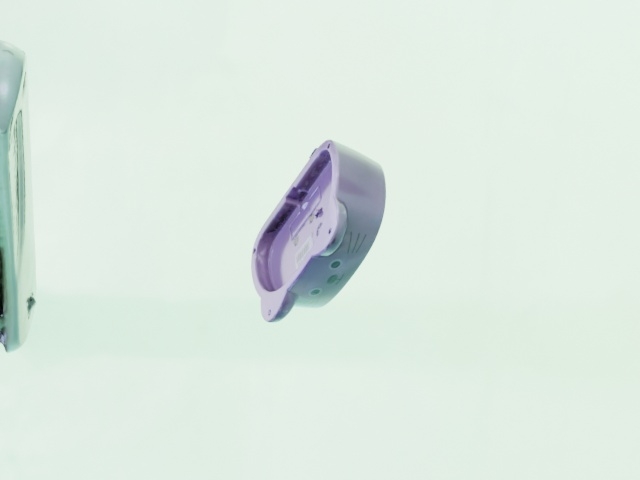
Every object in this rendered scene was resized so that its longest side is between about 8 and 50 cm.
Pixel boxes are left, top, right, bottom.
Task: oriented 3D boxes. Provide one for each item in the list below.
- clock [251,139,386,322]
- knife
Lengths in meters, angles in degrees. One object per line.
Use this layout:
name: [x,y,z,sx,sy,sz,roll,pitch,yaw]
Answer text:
clock: [0.000,0.000,1.577,0.153,0.050,0.110,-54,30,38]
knife: [-0.173,-0.013,1.006,0.265,0.040,0.073,102,170,-62]
